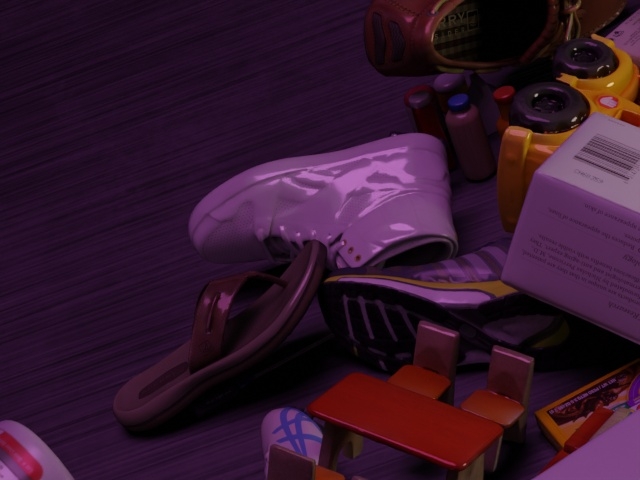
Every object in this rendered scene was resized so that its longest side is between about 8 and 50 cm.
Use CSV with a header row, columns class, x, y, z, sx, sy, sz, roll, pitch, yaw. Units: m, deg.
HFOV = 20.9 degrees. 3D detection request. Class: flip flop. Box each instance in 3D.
class,x,y,z,sx,sy,sz,roll,pitch,yaw
flip flop,-0.107,0.087,1.735,0.277,0.080,0.112,-35,18,14

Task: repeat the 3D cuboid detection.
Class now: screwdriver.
class,x,y,z,sx,sy,sz,roll,pitch,yaw
screwdriver,-0.057,0.130,1.754,0.170,0.024,0.025,-32,62,-13

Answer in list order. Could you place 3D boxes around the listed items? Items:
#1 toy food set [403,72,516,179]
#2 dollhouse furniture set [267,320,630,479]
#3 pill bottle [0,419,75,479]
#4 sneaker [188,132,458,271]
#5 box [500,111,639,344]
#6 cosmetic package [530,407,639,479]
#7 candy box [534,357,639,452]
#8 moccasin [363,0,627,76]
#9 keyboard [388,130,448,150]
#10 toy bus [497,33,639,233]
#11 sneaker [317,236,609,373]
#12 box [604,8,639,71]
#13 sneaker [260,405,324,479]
class,x,y,z,sx,sy,sz,roll,pitch,yaw
toy food set,0.157,-0.150,1.961,0.111,0.104,0.232,-25,33,-4
dollhouse furniture set,0.116,0.167,1.430,0.259,0.135,0.262,18,30,26
pill bottle,-0.343,0.303,1.543,0.283,0.161,0.161,-37,35,-22
sneaker,0.000,0.000,1.807,0.292,0.108,0.169,-18,48,12
box,0.285,-0.009,1.569,0.182,0.119,0.181,24,31,16
cosmetic package,0.205,0.277,1.211,0.385,0.217,0.156,-32,33,-11
candy box,0.301,0.139,1.526,0.206,0.027,0.105,-27,35,-7
moccasin,0.227,-0.265,1.988,0.380,0.139,0.147,-11,16,-40
keyboard,0.060,-0.044,1.895,0.108,0.023,0.180,7,59,37
toy bus,0.310,-0.093,1.769,0.211,0.149,0.220,17,45,27
sneaker,0.142,0.058,1.685,0.300,0.111,0.121,2,32,22
box,0.426,-0.160,1.813,0.094,0.113,0.275,-39,35,-24
sneaker,-0.024,0.226,1.532,0.086,0.085,0.237,-7,31,-12
